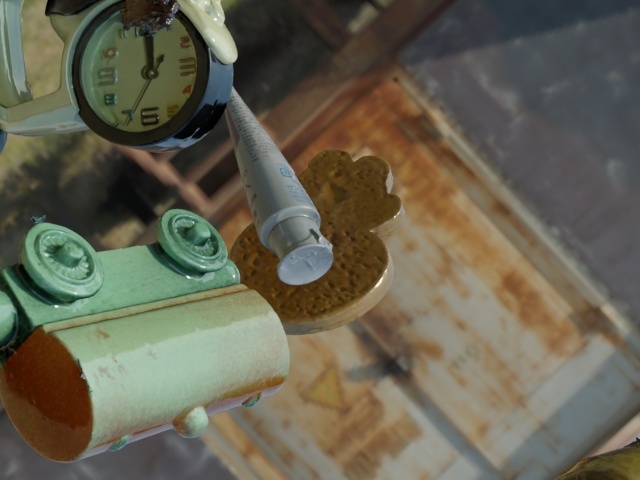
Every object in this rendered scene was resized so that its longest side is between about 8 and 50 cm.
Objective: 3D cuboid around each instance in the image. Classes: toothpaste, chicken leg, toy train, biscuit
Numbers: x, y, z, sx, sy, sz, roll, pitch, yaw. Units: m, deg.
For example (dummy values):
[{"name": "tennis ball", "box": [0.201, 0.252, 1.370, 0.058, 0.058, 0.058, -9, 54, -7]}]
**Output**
[{"name": "toothpaste", "box": [-0.064, -0.079, 1.628, 0.073, 0.299, 0.114, -28, 141, 4]}, {"name": "chicken leg", "box": [-0.178, -0.236, 1.332, 0.062, 0.145, 0.037, -41, 139, -3]}, {"name": "toy train", "box": [-0.139, 0.074, 1.049, 0.116, 0.177, 0.285, -44, 162, 27]}, {"name": "biscuit", "box": [0.000, 0.001, 1.711, 0.044, 0.202, 0.289, 81, 22, -45]}]

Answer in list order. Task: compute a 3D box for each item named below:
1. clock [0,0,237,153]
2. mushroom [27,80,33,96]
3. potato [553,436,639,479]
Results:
[{"name": "clock", "box": [-0.274, -0.217, 1.532, 0.379, 0.277, 0.120, -2, 178, 15]}, {"name": "mushroom", "box": [-0.474, -0.245, 1.890, 0.071, 0.209, 0.084, -45, 169, -11]}, {"name": "potato", "box": [0.298, 0.365, 1.442, 0.196, 0.300, 0.246, -12, -160, -44]}]
